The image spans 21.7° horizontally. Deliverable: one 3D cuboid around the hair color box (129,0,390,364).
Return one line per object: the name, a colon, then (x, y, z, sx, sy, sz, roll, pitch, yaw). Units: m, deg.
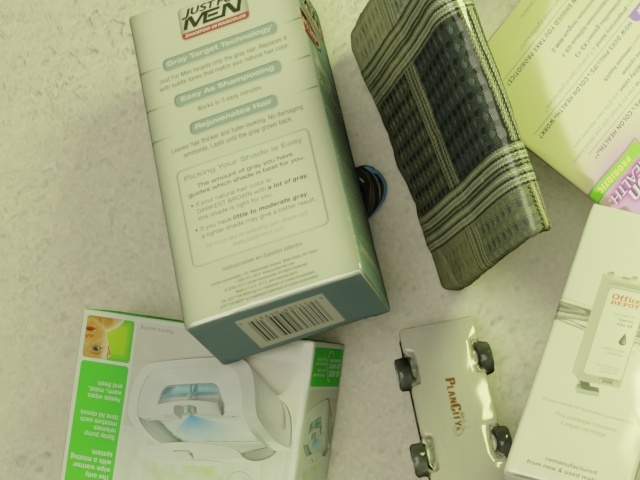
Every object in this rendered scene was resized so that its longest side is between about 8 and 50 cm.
hair color box: (-0.066, -0.083, 1.708, 0.185, 0.113, 0.375, -18, 63, 10)

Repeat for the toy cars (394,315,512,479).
toy cars: (0.216, 0.237, 1.674, 0.393, 0.087, 0.176, 36, 70, 19)

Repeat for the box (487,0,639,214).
box: (0.297, -0.155, 1.659, 0.243, 0.117, 0.213, 40, 98, 17)

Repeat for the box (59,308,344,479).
box: (-0.126, 0.203, 1.769, 0.261, 0.127, 0.231, 8, 87, 17)

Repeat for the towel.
towel: (0.125, -0.121, 1.624, 0.056, 0.324, 0.312, -19, 83, -13)

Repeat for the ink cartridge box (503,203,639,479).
ink cartridge box: (0.268, 0.140, 1.553, 0.117, 0.207, 0.283, 15, 65, 16)

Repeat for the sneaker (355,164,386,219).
sneaker: (0.000, 0.000, 1.764, 0.067, 0.078, 0.188, 34, 97, 17)
